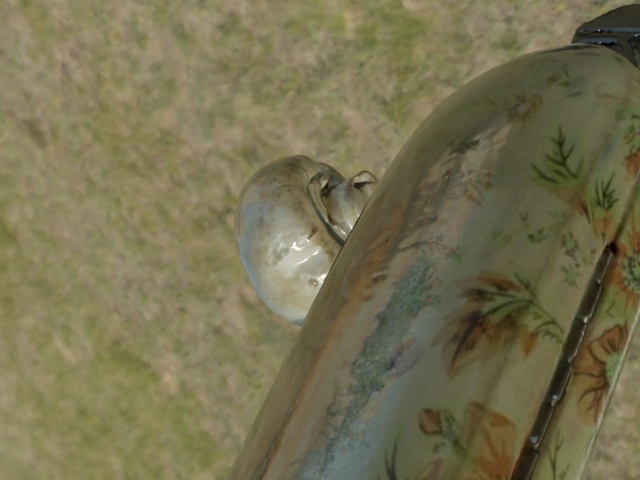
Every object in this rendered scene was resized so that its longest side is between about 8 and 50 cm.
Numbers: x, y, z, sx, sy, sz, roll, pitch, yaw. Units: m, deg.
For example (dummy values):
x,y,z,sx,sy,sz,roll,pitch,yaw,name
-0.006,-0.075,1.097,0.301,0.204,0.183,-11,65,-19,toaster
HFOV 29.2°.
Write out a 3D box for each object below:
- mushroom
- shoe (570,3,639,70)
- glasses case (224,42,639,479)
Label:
x,y,z,sx,sy,sz,roll,pitch,yaw,name
0.000,0.000,1.077,0.127,0.166,0.166,-36,84,30,mushroom
0.181,-0.040,0.643,0.077,0.074,0.194,69,-170,-46,shoe
0.026,0.097,0.482,0.098,0.425,0.156,37,153,-20,glasses case
